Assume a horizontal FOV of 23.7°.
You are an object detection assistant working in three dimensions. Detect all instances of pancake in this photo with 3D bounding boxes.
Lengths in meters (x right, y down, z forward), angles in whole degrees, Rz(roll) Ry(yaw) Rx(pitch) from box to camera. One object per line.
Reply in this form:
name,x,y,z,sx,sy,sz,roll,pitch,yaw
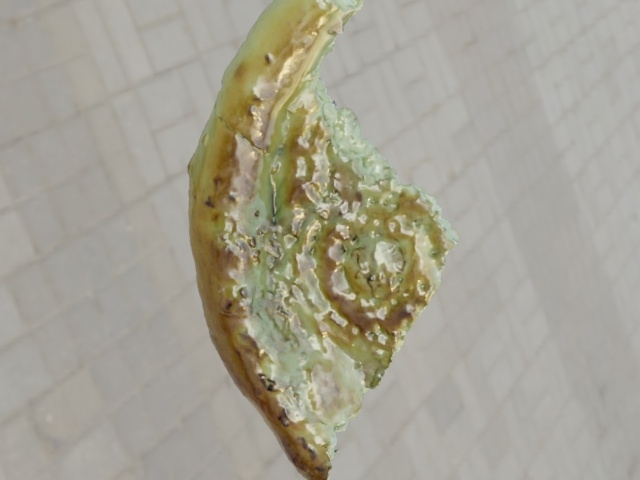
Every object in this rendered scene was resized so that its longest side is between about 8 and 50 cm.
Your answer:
pancake,-0.002,0.001,1.069,0.054,0.197,0.377,-44,129,-71
